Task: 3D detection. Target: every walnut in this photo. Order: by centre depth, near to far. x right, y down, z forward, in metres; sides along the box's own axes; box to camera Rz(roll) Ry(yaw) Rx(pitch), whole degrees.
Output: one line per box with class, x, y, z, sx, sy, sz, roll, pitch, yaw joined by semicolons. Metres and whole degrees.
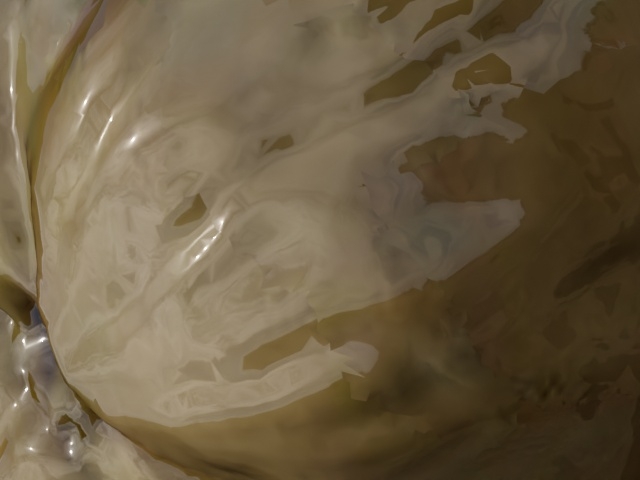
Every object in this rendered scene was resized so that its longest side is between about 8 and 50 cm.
walnut;0.000;0.000;0.495;0.296;0.285;0.285;-45;4;36
